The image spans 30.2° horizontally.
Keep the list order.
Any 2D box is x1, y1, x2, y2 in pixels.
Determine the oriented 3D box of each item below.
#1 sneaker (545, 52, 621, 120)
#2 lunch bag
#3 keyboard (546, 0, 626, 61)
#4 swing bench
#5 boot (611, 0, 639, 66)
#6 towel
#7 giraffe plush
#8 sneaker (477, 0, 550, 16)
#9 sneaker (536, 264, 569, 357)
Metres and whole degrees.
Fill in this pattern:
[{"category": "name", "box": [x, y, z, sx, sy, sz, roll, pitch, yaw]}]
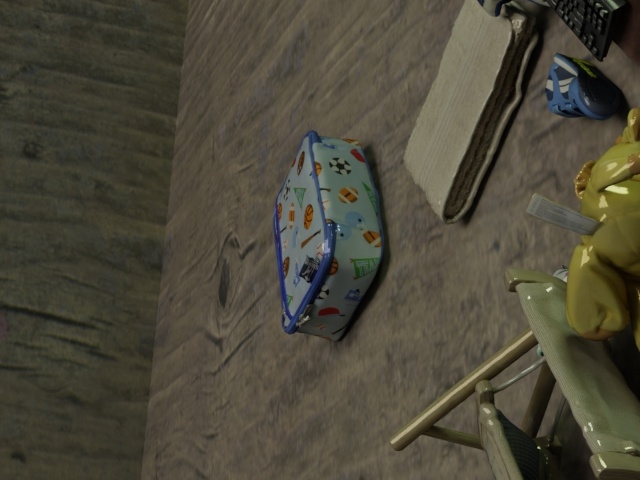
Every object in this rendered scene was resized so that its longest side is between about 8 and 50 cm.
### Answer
[{"category": "sneaker", "box": [0.280, -0.154, 1.279, 0.144, 0.053, 0.059, -101, 30, -63]}, {"category": "lunch bag", "box": [0.000, 0.000, 1.848, 0.243, 0.115, 0.303, 119, 155, -44]}, {"category": "keyboard", "box": [0.251, -0.276, 1.220, 0.180, 0.023, 0.108, 59, 156, 34]}, {"category": "swing bench", "box": [0.215, 0.208, 1.099, 0.255, 0.165, 0.253, -59, 26, 30]}, {"category": "boot", "box": [0.304, -0.308, 1.158, 0.248, 0.090, 0.207, 56, 140, 29]}, {"category": "towel", "box": [0.191, -0.182, 1.534, 0.187, 0.049, 0.282, -113, 41, -60]}, {"category": "giraffe plush", "box": [0.286, -0.017, 1.053, 0.181, 0.210, 0.170, -49, 5, 32]}, {"category": "sneaker", "box": [0.279, -0.333, 1.333, 0.296, 0.131, 0.112, -1, 42, 51]}, {"category": "sneaker", "box": [0.248, 0.073, 1.261, 0.098, 0.038, 0.069, -65, 21, 9]}]
